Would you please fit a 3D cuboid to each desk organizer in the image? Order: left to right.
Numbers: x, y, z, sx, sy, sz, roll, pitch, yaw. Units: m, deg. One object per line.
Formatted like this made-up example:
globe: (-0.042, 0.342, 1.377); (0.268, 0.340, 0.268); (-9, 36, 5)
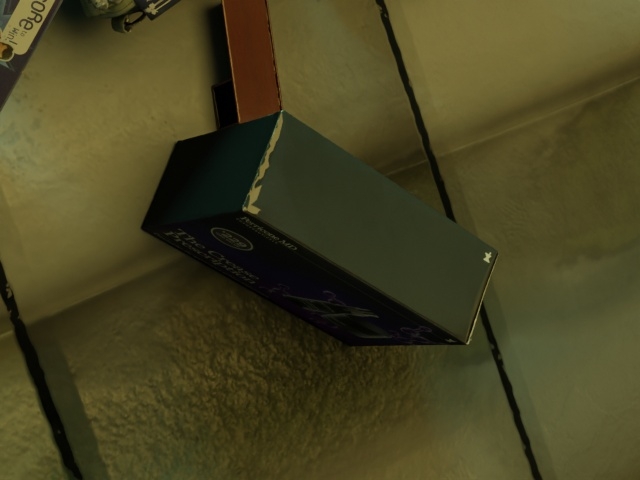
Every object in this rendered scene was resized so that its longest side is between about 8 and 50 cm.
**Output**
desk organizer: (-0.075, -0.170, 1.190); (0.050, 0.047, 0.130); (-7, 88, -34)

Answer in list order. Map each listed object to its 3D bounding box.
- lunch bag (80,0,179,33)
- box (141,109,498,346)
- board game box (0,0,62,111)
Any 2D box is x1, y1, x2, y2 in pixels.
lunch bag: (-0.168, -0.363, 1.060); (0.256, 0.212, 0.305); (-40, 107, -15)
box: (0.000, 0.000, 1.136); (0.261, 0.184, 0.103); (31, 67, -28)
board game box: (-0.282, -0.182, 0.975); (0.136, 0.035, 0.201); (24, 110, -32)
